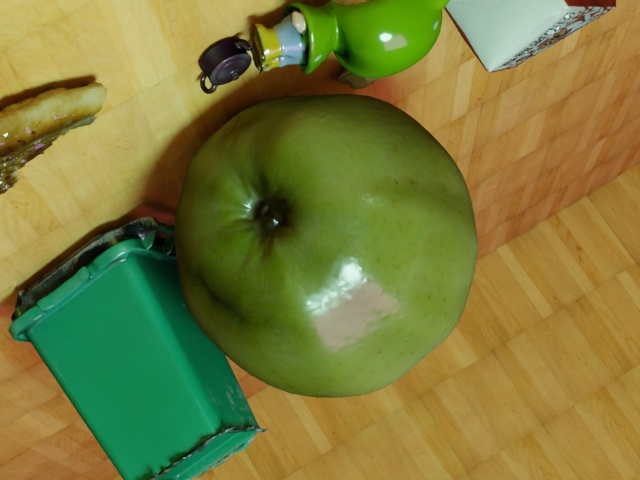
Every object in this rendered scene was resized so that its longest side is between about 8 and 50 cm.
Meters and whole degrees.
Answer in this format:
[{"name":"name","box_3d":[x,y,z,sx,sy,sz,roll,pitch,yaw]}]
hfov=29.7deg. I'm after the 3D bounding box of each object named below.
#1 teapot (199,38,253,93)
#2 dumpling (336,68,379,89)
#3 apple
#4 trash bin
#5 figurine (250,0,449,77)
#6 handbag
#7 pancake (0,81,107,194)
[{"name":"teapot","box_3d":[-0.123,-0.226,1.576,0.100,0.045,0.068,-44,159,31]},{"name":"dumpling","box_3d":[0.054,-0.250,1.845,0.059,0.043,0.077,-25,-172,40]},{"name":"apple","box_3d":[0.000,0.000,1.774,0.474,0.473,0.473,-30,163,-10]},{"name":"trash bin","box_3d":[-0.263,0.182,1.900,0.295,0.381,0.259,-36,164,11]},{"name":"figurine","box_3d":[0.039,-0.278,1.585,0.263,0.143,0.162,-16,164,-12]},{"name":"handbag","box_3d":[0.329,-0.366,1.853,0.171,0.151,0.298,-38,170,31]},{"name":"pancake","box_3d":[-0.387,-0.087,1.470,0.266,0.057,0.244,-24,162,-30]}]
